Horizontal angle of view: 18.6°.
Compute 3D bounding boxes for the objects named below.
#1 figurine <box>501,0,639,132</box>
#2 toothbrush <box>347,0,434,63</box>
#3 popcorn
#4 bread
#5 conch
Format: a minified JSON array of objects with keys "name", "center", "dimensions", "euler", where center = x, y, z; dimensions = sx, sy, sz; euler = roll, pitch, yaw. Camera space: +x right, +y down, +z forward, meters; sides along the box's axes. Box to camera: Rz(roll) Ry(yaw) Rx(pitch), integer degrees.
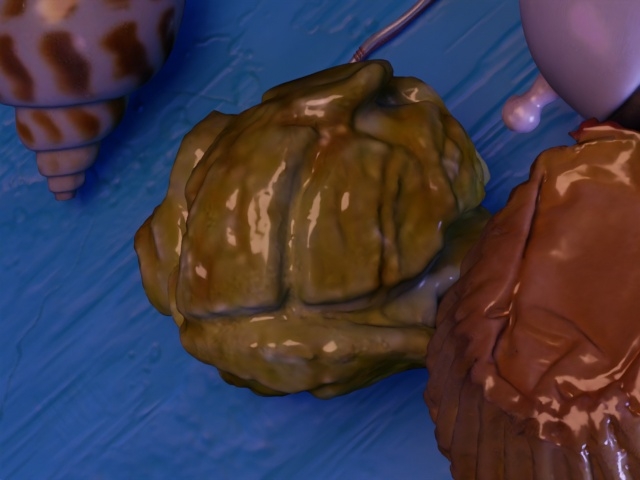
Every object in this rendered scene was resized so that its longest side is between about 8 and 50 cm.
[{"name":"figurine","center":[0.247,-0.237,1.325],"dimensions":[0.211,0.253,0.361],"euler":[11,112,22]},{"name":"toothbrush","center":[0.053,-0.165,1.529],"dimensions":[0.193,0.013,0.019],"euler":[-37,59,11]},{"name":"popcorn","center":[-0.003,-0.004,1.408],"dimensions":[0.276,0.276,0.225],"euler":[-12,90,19]},{"name":"bread","center":[0.183,0.066,1.209],"dimensions":[0.274,0.149,0.274],"euler":[-11,61,22]},{"name":"conch","center":[-0.190,-0.175,1.554],"dimensions":[0.149,0.183,0.275],"euler":[28,97,-7]}]
